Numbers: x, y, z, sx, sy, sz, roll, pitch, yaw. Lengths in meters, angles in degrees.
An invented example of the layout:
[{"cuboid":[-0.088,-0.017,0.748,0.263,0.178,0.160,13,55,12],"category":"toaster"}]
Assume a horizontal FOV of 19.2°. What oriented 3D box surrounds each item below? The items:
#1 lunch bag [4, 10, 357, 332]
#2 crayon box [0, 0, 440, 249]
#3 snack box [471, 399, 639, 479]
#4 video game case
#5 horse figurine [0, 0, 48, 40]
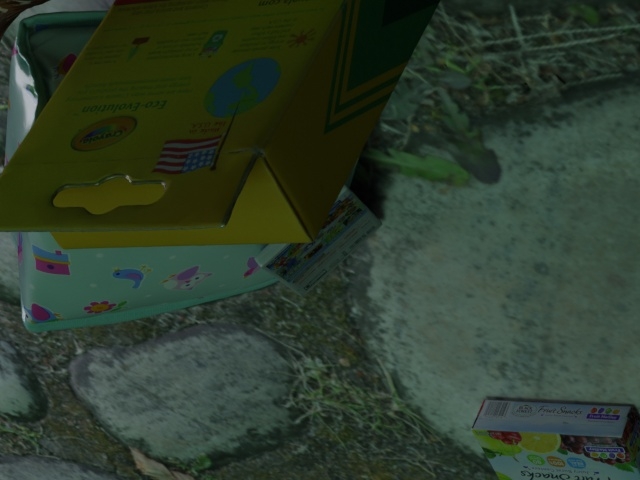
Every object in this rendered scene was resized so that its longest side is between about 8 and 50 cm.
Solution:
[{"cuboid":[-0.095,-0.057,1.401,0.262,0.160,0.223,-6,146,-15],"category":"lunch bag"},{"cuboid":[-0.060,-0.099,1.189,0.202,0.318,0.081,0,136,35],"category":"crayon box"},{"cuboid":[0.211,0.181,1.607,0.141,0.037,0.100,0,138,34],"category":"snack box"},{"cuboid":[0.000,0.000,1.440,0.011,0.087,0.122,49,-178,18],"category":"video game case"},{"cuboid":[-0.225,-0.261,1.306,0.174,0.066,0.263,-2,131,20],"category":"horse figurine"}]
